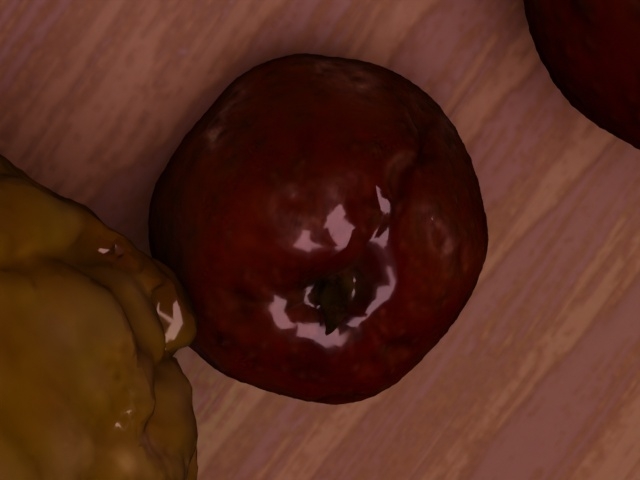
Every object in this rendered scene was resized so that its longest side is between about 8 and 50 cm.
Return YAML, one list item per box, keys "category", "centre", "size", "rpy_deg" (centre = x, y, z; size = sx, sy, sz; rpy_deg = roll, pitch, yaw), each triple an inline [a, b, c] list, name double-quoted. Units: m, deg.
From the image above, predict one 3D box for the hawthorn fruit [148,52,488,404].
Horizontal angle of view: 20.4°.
- category: "hawthorn fruit"
  centre: [0.000, 0.000, 0.904]
  size: [0.179, 0.200, 0.179]
  rpy_deg: [-1, 106, -3]

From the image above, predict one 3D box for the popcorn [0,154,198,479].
- category: "popcorn"
  centre: [-0.245, 0.108, 0.825]
  size: [0.354, 0.344, 0.390]
  rpy_deg: [-31, 93, 36]

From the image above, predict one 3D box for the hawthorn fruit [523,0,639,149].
- category: "hawthorn fruit"
  centre: [0.238, -0.146, 0.851]
  size: [0.265, 0.307, 0.265]
  rpy_deg: [-3, 102, -15]
